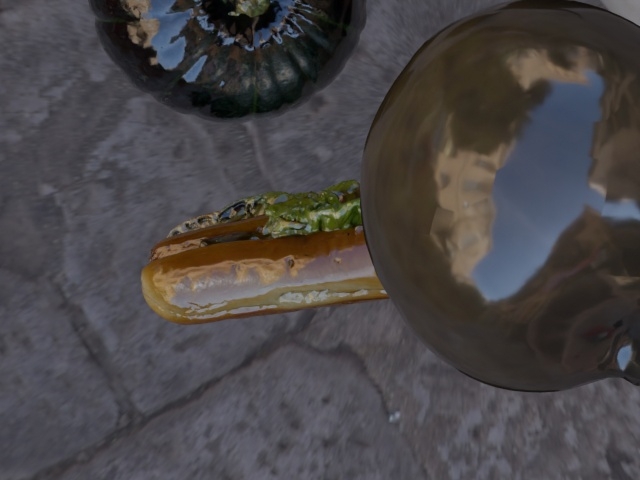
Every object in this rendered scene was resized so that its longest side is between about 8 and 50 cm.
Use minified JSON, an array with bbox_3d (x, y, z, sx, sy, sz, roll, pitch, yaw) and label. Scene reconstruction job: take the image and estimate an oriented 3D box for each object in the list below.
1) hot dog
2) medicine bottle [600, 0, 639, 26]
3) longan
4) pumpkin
[{"bbox_3d":[0.000,0.000,1.306,0.337,0.135,0.100,-8,109,20],"label":"hot dog"},{"bbox_3d":[0.174,-0.214,0.892,0.095,0.095,0.260,-39,85,7],"label":"medicine bottle"},{"bbox_3d":[0.110,-0.012,0.681,0.204,0.159,0.185,40,126,30],"label":"longan"},{"bbox_3d":[-0.078,-0.219,1.274,0.250,0.216,0.249,-5,110,-15],"label":"pumpkin"}]
